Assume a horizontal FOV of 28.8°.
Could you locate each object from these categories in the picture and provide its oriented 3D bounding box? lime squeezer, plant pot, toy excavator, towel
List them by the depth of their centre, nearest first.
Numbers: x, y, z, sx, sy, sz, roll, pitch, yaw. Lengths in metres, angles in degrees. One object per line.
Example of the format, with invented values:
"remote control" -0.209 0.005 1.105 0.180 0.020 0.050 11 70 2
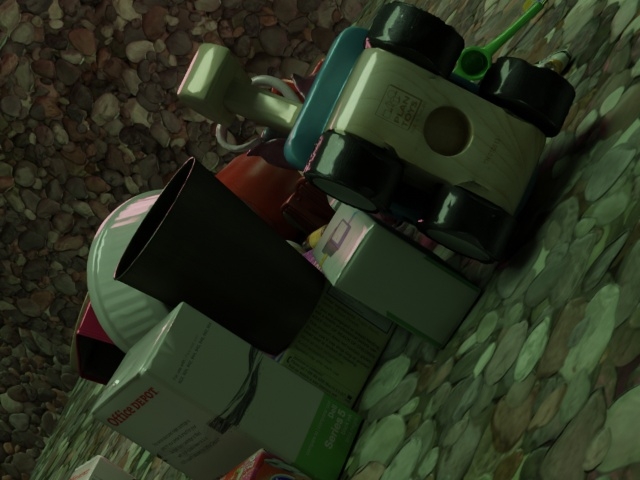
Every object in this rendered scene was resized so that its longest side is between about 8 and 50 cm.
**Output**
"toy excavator" 0.037 -0.139 1.560 0.222 0.433 0.445 -66 8 -8
"towel" 0.350 -0.390 2.013 0.060 0.009 0.083 -51 12 18
"lime squeezer" 0.256 -0.288 2.050 0.110 0.058 0.310 -27 -5 -28
"plant pot" -0.157 -0.029 2.495 0.272 0.272 0.265 -46 7 40

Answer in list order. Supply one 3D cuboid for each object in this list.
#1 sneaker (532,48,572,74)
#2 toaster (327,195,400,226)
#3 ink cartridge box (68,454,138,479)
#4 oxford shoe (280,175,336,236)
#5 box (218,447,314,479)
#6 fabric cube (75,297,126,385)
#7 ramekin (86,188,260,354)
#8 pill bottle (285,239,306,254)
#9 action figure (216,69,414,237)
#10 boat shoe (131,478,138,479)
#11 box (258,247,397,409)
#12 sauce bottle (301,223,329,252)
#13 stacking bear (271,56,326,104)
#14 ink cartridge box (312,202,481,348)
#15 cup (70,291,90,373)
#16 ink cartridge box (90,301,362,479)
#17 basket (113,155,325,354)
"sneaker" 0.315 -0.238 1.698 0.037 0.032 0.083 -45 13 -18
"toaster" 0.101 -0.104 1.975 0.168 0.110 0.185 -52 12 10
"ink cartridge box" -0.462 0.567 2.347 0.207 0.117 0.283 -37 22 58
"oxford shoe" 0.027 -0.107 2.260 0.130 0.123 0.348 -54 11 -20
"box" -0.100 0.362 1.441 0.257 0.123 0.128 -43 17 45
"fabric cube" -0.275 0.130 2.244 0.254 0.259 0.258 109 177 -64
"ramekin" -0.176 0.045 1.746 0.127 0.273 0.272 -21 34 52
"pill bottle" -0.062 0.076 2.106 0.119 0.119 0.208 -53 11 12
"action figure" 0.076 -0.128 1.734 0.370 0.276 0.248 46 113 46
"boat shoe" -0.360 0.517 2.185 0.233 0.079 0.084 -54 13 16
"box" 0.001 0.127 1.710 0.243 0.117 0.213 -59 12 -20
"sauce bottle" 0.000 0.000 2.261 0.042 0.042 0.128 -59 11 -19
"stacking bear" 0.080 -0.234 2.166 0.175 0.164 0.289 -21 -2 38
"ink cartridge box" 0.086 0.036 1.522 0.093 0.154 0.212 -58 12 6
"cup" -0.340 0.162 2.588 0.331 0.237 0.331 21 -90 -85
"ink cartridge box" -0.119 0.218 1.546 0.198 0.273 0.114 -39 20 53
"basket" -0.121 0.034 1.596 0.154 0.227 0.204 -41 19 44
